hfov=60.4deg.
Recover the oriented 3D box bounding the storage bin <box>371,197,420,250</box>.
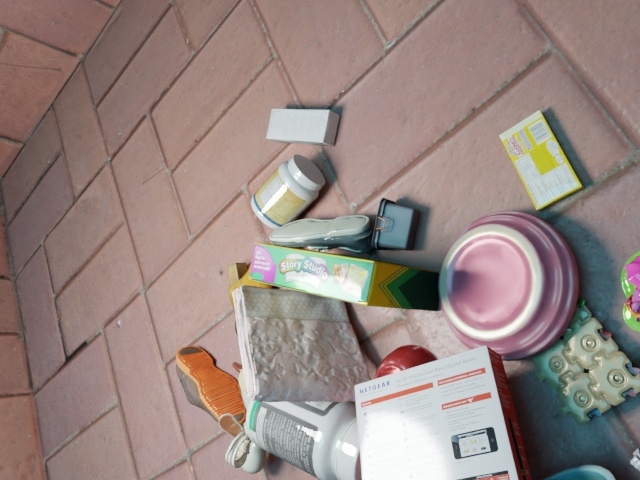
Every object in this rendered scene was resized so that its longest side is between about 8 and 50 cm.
[{"bbox_3d":[0.195,-0.036,1.415,0.091,0.098,0.135,11,90,29],"label":"storage bin"}]

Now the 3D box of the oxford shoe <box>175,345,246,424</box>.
[{"bbox_3d":[-0.356,0.495,1.781,0.363,0.129,0.133,39,126,42],"label":"oxford shoe"}]

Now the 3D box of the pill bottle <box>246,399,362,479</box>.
[{"bbox_3d":[-0.004,0.494,1.421,0.361,0.204,0.204,10,90,40],"label":"pill bottle"}]

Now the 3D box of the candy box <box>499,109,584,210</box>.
[{"bbox_3d":[0.490,-0.179,1.230,0.105,0.027,0.206,-33,63,34],"label":"candy box"}]

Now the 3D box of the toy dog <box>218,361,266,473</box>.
[{"bbox_3d":[-0.213,0.485,1.602,0.160,0.220,0.334,10,70,30],"label":"toy dog"}]

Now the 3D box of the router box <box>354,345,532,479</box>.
[{"bbox_3d":[0.239,0.412,1.137,0.335,0.082,0.301,-25,50,29],"label":"router box"}]

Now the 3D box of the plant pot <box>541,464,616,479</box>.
[{"bbox_3d":[0.470,0.629,0.918,0.341,0.341,0.334,-46,77,25],"label":"plant pot"}]

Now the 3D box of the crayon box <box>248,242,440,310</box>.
[{"bbox_3d":[0.063,0.091,1.355,0.362,0.313,0.106,8,88,40],"label":"crayon box"}]

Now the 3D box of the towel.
[{"bbox_3d":[-0.044,0.254,1.374,0.053,0.331,0.317,-56,37,38],"label":"towel"}]

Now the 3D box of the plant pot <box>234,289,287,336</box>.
[{"bbox_3d":[-0.102,0.285,1.480,0.215,0.215,0.230,-57,33,18],"label":"plant pot"}]

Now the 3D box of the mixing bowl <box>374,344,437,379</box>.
[{"bbox_3d":[0.201,0.347,1.344,0.181,0.098,0.182,-8,78,38],"label":"mixing bowl"}]

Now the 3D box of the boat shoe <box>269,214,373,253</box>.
[{"bbox_3d":[0.000,0.000,1.537,0.319,0.116,0.099,-5,119,29],"label":"boat shoe"}]

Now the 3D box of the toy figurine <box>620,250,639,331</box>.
[{"bbox_3d":[0.601,0.089,1.014,0.130,0.159,0.173,27,101,39],"label":"toy figurine"}]

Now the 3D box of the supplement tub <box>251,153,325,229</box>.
[{"bbox_3d":[-0.095,-0.142,1.629,0.199,0.144,0.144,-44,59,25],"label":"supplement tub"}]

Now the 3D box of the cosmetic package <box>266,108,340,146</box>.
[{"bbox_3d":[-0.056,-0.346,1.681,0.239,0.060,0.099,13,94,40],"label":"cosmetic package"}]

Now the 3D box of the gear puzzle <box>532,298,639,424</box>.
[{"bbox_3d":[0.505,0.200,1.158,0.175,0.044,0.339,-46,55,27],"label":"gear puzzle"}]

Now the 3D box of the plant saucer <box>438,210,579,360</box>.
[{"bbox_3d":[0.385,0.094,1.206,0.332,0.084,0.332,-14,70,46],"label":"plant saucer"}]

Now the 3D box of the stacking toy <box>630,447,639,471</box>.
[{"bbox_3d":[0.617,0.516,1.007,0.221,0.052,0.167,42,119,28],"label":"stacking toy"}]

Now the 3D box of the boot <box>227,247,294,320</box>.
[{"bbox_3d":[-0.170,0.146,1.689,0.295,0.104,0.211,-23,76,37],"label":"boot"}]
